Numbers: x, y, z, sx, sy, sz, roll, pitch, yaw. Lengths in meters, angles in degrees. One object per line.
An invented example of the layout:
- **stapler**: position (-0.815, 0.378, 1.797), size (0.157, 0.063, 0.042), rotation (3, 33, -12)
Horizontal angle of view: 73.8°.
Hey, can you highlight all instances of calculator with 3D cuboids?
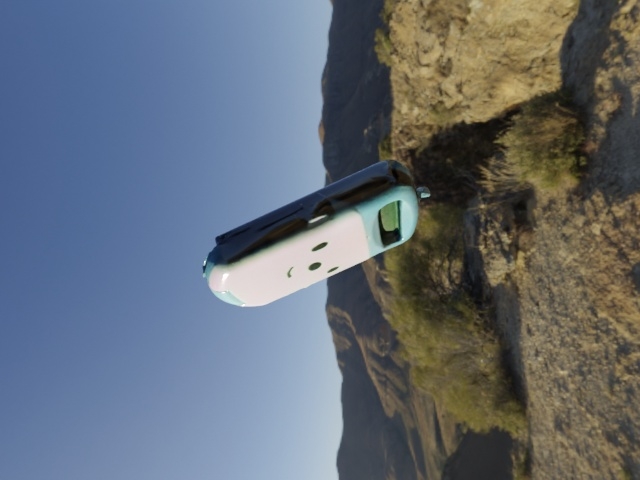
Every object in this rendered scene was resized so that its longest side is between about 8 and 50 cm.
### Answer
- **calculator**: position (0.000, 0.000, 0.525), size (0.173, 0.292, 0.051), rotation (64, -178, -64)
